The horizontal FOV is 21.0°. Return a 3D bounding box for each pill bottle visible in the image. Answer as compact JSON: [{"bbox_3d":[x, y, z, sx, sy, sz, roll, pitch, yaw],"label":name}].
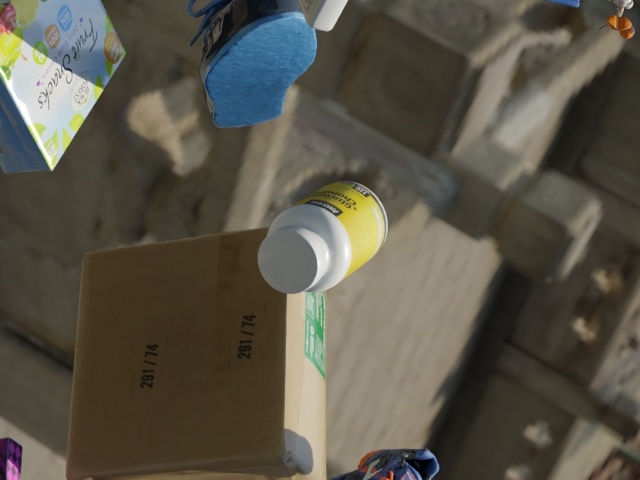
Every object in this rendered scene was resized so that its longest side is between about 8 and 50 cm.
[{"bbox_3d":[0.000,0.000,1.981,0.184,0.103,0.103,-34,151,-62],"label":"pill bottle"}]

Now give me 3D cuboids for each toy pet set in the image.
[{"bbox_3d":[0.279,-0.256,1.765,0.065,0.114,0.122,125,-28,-62],"label":"toy pet set"}]

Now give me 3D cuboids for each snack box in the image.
[{"bbox_3d":[-0.302,-0.202,1.829,0.207,0.070,0.174,-64,143,-42],"label":"snack box"}]

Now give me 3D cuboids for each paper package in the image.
[{"bbox_3d":[-0.152,0.172,2.220,0.168,0.309,0.325,60,27,-59],"label":"paper package"}]

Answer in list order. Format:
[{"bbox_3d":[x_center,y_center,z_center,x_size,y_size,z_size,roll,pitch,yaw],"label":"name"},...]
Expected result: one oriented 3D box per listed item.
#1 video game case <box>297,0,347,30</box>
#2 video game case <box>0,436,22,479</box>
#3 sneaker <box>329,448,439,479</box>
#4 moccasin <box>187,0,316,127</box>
[{"bbox_3d":[0.013,-0.222,0.975,0.019,0.143,0.157,9,129,-28],"label":"video game case"},{"bbox_3d":[-0.467,0.365,2.091,0.042,0.210,0.232,54,30,-54],"label":"video game case"},{"bbox_3d":[0.073,0.291,2.022,0.087,0.083,0.221,-22,-171,27],"label":"sneaker"},{"bbox_3d":[-0.089,-0.216,1.862,0.137,0.117,0.342,-8,169,-15],"label":"moccasin"}]
